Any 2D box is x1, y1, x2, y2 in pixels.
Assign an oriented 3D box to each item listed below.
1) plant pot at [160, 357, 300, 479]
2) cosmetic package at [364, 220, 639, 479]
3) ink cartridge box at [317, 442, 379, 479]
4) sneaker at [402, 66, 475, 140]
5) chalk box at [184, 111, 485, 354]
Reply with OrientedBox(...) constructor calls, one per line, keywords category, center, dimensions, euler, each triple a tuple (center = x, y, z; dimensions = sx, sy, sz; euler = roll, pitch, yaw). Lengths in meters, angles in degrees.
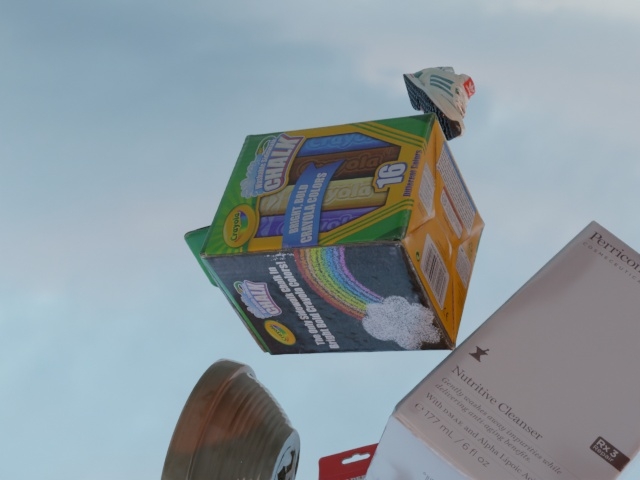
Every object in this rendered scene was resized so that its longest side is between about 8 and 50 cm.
OrientedBox(category="plant pot", center=(-0.093, 0.265, 1.552), dimensions=(0.109, 0.237, 0.237), euler=(14, -158, 14))
OrientedBox(category="cosmetic package", center=(0.253, 0.174, 1.426), dimensions=(0.217, 0.156, 0.385), euler=(37, -127, 17))
OrientedBox(category="ink cartridge box", center=(0.068, 0.422, 2.020), dimensions=(0.134, 0.078, 0.231), euler=(-16, -145, 11))
OrientedBox(category="sneaker", center=(0.156, -0.174, 1.598), dimensions=(0.075, 0.057, 0.161), euler=(-21, -151, -5))
OrientedBox(category="chalk box", center=(0.000, 0.000, 1.404), dimensions=(0.289, 0.180, 0.179), euler=(-3, -132, 26))
